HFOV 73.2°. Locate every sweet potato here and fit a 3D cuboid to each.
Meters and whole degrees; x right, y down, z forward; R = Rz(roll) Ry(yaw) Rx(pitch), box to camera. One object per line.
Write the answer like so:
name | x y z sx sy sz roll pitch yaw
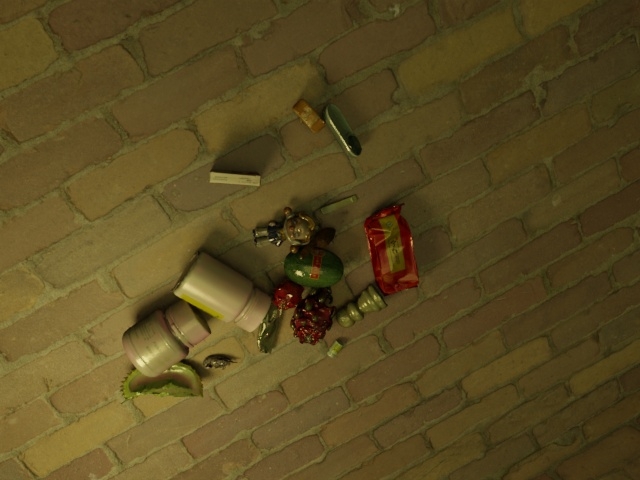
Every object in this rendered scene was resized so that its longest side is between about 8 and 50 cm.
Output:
sweet potato | -0.001 0.000 1.861 0.269 0.075 0.074 -38 116 -42

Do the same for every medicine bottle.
medicine bottle | -0.416 0.223 1.846 0.379 0.213 0.213 34 97 -17
medicine bottle | -0.346 -0.253 1.746 0.201 0.171 0.052 3 102 -11
medicine bottle | -0.649 0.405 1.839 0.302 0.241 0.241 -34 109 -10
medicine bottle | 0.072 0.533 2.119 0.047 0.047 0.083 33 96 -18

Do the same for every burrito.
burrito | -0.240 0.393 2.006 0.096 0.066 0.308 7 104 -24

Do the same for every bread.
bread | -0.050 -0.502 1.757 0.073 0.122 0.149 -43 108 6

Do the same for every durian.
durian | -0.708 0.635 1.932 0.356 0.169 0.157 1 106 -16

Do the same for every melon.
melon | -0.039 0.117 1.909 0.288 0.182 0.182 6 105 -11

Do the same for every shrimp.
shrimp | -0.469 0.577 2.023 0.165 0.056 0.065 7 89 -3

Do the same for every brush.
brush | 0.081 -0.159 1.933 0.179 0.030 0.033 -22 93 -15

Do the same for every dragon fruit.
dragon fruit | -0.143 0.236 1.918 0.166 0.136 0.132 -30 95 -42
dragon fruit | -0.026 0.334 1.960 0.219 0.198 0.272 17 102 -25

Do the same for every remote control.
remote control | 0.091 -0.458 1.813 0.052 0.104 0.247 -20 113 39

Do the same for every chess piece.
chess piece | 0.184 0.325 2.046 0.243 0.133 0.133 -36 109 5

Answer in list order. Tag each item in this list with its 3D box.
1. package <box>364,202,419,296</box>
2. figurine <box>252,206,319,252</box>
package | 0.328 0.043 1.988 0.196 0.123 0.423 -17 108 -8
figurine | -0.150 -0.026 1.876 0.274 0.133 0.193 -33 78 2
